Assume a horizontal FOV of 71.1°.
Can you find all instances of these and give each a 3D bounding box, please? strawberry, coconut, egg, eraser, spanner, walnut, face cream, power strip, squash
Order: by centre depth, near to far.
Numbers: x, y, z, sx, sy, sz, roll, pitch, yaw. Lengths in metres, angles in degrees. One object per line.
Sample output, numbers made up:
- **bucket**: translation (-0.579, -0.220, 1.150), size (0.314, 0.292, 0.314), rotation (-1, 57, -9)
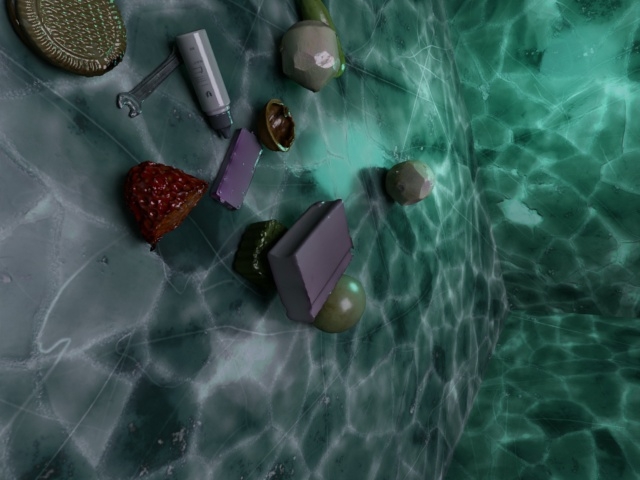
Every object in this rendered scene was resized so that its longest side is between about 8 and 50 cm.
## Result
- **strawberry**: translation (-0.422, -0.114, 1.165), size (0.178, 0.234, 0.234), rotation (43, 50, -5)
- **spanner**: translation (-0.451, -0.448, 1.231), size (0.071, 0.017, 0.302), rotation (53, 51, -37)
- **face cream**: translation (-0.325, -0.449, 1.319), size (0.092, 0.092, 0.311), rotation (-48, 132, -41)
- **power strip**: translation (-0.264, -0.229, 1.439), size (0.109, 0.037, 0.279), rotation (39, 59, -44)
- **eraser**: translation (-0.019, 0.054, 1.505), size (0.359, 0.122, 0.272), rotation (-54, 138, -47)
- **walnut**: translation (-0.164, -0.382, 1.525), size (0.167, 0.087, 0.211), rotation (58, 32, -36)
- **coconut**: translation (-0.033, -0.655, 1.611), size (0.224, 0.224, 0.234), rotation (6, 86, -51)
- **egg**: translation (0.065, 0.231, 1.694), size (0.295, 0.218, 0.218), rotation (-14, 99, -62)
- **squash**: translation (0.000, -0.817, 1.738), size (0.118, 0.118, 0.371), rotation (-42, 116, -44)
- **coconut**: translation (0.431, -0.281, 2.167), size (0.230, 0.227, 0.227), rotation (-25, 108, -56)

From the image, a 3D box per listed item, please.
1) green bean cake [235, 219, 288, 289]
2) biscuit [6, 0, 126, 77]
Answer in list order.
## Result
- **green bean cake**: translation (-0.167, 0.052, 1.489), size (0.214, 0.113, 0.200), rotation (43, 58, -43)
- **biscuit**: translation (-0.572, -0.508, 1.031), size (0.259, 0.079, 0.259), rotation (3, 86, -52)
